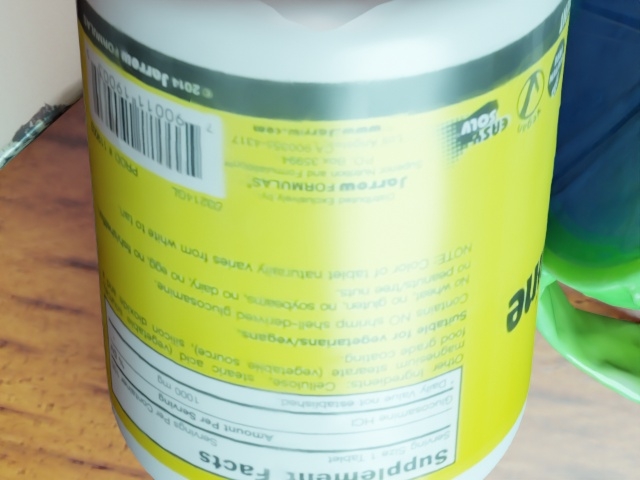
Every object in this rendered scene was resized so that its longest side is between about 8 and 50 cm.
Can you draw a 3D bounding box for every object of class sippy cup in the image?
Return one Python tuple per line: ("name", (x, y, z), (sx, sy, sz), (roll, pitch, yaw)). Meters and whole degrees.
("sippy cup", (0.239, -0.049, 0.802), (0.224, 0.305, 0.240), (23, 72, -23))

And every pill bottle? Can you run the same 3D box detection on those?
("pill bottle", (0.000, 0.000, 0.763), (0.188, 0.188, 0.334), (-1, 128, -3))

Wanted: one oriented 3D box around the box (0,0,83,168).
("box", (-0.129, -0.108, 0.828), (0.275, 0.113, 0.094), (-40, 99, 4))
